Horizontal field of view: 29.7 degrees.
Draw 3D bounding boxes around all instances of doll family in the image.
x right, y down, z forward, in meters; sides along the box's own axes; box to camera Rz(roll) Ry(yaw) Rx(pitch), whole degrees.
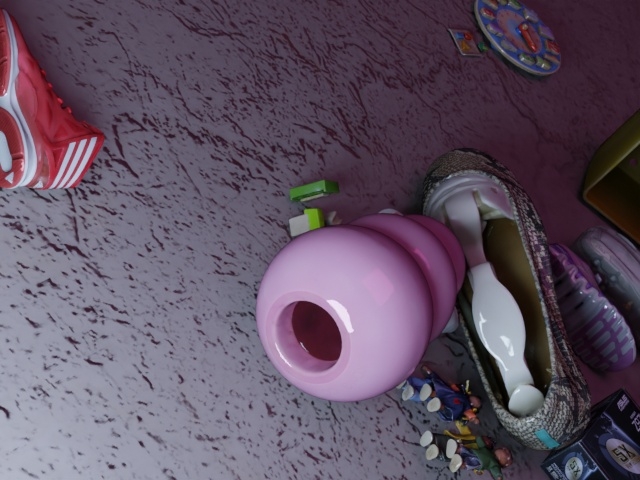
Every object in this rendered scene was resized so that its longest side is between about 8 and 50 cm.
[{"bbox_3d":[0.171,0.226,1.509,0.111,0.076,0.193,7,51,-35],"label":"doll family"}]

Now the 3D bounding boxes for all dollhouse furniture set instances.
[{"bbox_3d":[0.000,0.000,1.577,0.076,0.059,0.151,3,75,-52],"label":"dollhouse furniture set"}]

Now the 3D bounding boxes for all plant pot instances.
[{"bbox_3d":[0.603,-0.130,2.150,0.212,0.212,0.187,36,26,-16],"label":"plant pot"}]

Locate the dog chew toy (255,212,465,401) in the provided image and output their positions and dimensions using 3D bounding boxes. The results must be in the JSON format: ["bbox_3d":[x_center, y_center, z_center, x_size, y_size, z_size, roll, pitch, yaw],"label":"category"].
[{"bbox_3d":[0.068,0.059,1.446,0.206,0.206,0.332,52,35,5],"label":"dog chew toy"}]

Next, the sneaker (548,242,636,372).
[{"bbox_3d":[0.402,0.091,1.842,0.236,0.095,0.104,51,30,5],"label":"sneaker"}]

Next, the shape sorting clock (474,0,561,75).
[{"bbox_3d":[0.375,-0.394,2.274,0.206,0.040,0.206,26,42,-27],"label":"shape sorting clock"}]

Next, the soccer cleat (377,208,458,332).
[{"bbox_3d":[0.126,0.045,1.638,0.196,0.068,0.076,63,11,27],"label":"soccer cleat"}]

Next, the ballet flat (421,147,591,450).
[{"bbox_3d":[0.235,0.048,1.635,0.182,0.164,0.482,37,32,-58],"label":"ballet flat"}]

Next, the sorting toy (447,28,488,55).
[{"bbox_3d":[0.268,-0.356,2.159,0.083,0.012,0.062,-7,63,-47],"label":"sorting toy"}]

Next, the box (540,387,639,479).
[{"bbox_3d":[0.407,0.311,1.660,0.147,0.077,0.180,52,38,6],"label":"box"}]

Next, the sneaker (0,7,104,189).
[{"bbox_3d":[-0.322,-0.152,1.362,0.128,0.087,0.221,10,63,-50],"label":"sneaker"}]

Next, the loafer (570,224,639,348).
[{"bbox_3d":[0.535,0.103,1.941,0.319,0.112,0.111,50,46,2],"label":"loafer"}]
